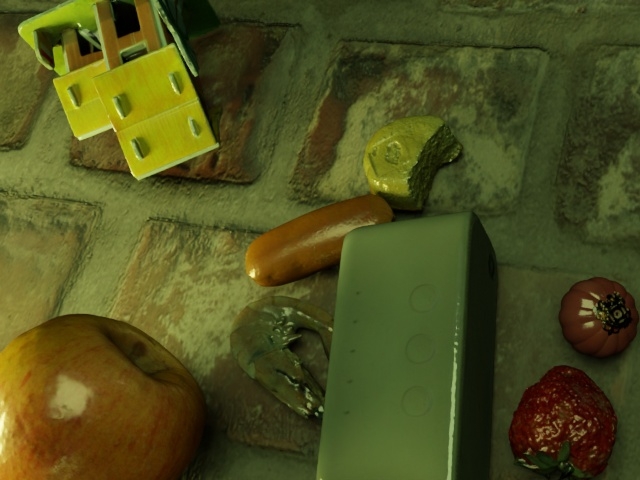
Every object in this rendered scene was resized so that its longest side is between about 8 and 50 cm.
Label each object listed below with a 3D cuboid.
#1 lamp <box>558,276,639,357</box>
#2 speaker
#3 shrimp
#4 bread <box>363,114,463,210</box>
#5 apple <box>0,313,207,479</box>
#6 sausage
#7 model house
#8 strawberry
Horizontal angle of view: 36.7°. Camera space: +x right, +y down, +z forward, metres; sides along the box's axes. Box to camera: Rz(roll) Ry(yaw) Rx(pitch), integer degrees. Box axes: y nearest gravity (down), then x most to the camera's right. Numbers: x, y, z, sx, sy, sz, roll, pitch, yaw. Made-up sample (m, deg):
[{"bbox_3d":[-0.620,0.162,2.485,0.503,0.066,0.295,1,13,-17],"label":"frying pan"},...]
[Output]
[{"bbox_3d":[0.368,0.102,1.275,0.108,0.092,0.107,2,80,-14],"label":"lamp"},{"bbox_3d":[0.122,0.170,1.272,0.184,0.183,0.406,-3,64,22],"label":"speaker"},{"bbox_3d":[-0.023,0.168,1.388,0.254,0.059,0.145,31,67,32],"label":"shrimp"},{"bbox_3d":[0.128,-0.123,1.467,0.125,0.086,0.156,24,72,31],"label":"bread"},{"bbox_3d":[-0.321,0.250,1.311,0.299,0.299,0.275,35,90,28],"label":"apple"},{"bbox_3d":[0.000,0.000,1.440,0.238,0.098,0.098,-22,60,13],"label":"sausage"},{"bbox_3d":[-0.316,-0.268,1.533,0.300,0.340,0.323,-22,64,8],"label":"model house"},{"bbox_3d":[0.309,0.230,1.215,0.131,0.131,0.148,17,79,24],"label":"strawberry"}]
